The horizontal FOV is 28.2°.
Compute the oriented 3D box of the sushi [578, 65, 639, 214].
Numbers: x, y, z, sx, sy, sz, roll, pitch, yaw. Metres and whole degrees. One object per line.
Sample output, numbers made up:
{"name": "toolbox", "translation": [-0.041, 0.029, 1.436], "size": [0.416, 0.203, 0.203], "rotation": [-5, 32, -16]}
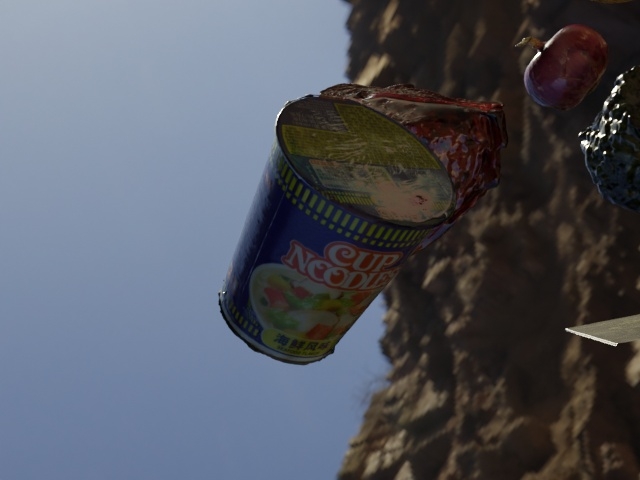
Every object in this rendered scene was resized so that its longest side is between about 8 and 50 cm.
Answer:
{"name": "sushi", "translation": [0.638, -0.158, 2.214], "size": [0.352, 0.178, 0.294], "rotation": [27, -136, 0]}

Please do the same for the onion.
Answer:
{"name": "onion", "translation": [0.468, -0.334, 2.440], "size": [0.177, 0.177, 0.153], "rotation": [-10, -123, -39]}

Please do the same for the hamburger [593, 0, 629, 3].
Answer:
{"name": "hamburger", "translation": [0.527, -0.569, 2.235], "size": [0.274, 0.212, 0.274], "rotation": [-2, -109, 7]}

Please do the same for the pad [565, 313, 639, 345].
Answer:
{"name": "pad", "translation": [0.545, 0.129, 2.026], "size": [0.248, 0.007, 0.367], "rotation": [-11, 180, -1]}

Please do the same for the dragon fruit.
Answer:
{"name": "dragon fruit", "translation": [0.167, -0.134, 2.183], "size": [0.329, 0.286, 0.228], "rotation": [-15, -156, 8]}

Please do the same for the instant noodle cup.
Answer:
{"name": "instant noodle cup", "translation": [0.000, 0.000, 1.801], "size": [0.284, 0.312, 0.284], "rotation": [20, -146, -14]}
